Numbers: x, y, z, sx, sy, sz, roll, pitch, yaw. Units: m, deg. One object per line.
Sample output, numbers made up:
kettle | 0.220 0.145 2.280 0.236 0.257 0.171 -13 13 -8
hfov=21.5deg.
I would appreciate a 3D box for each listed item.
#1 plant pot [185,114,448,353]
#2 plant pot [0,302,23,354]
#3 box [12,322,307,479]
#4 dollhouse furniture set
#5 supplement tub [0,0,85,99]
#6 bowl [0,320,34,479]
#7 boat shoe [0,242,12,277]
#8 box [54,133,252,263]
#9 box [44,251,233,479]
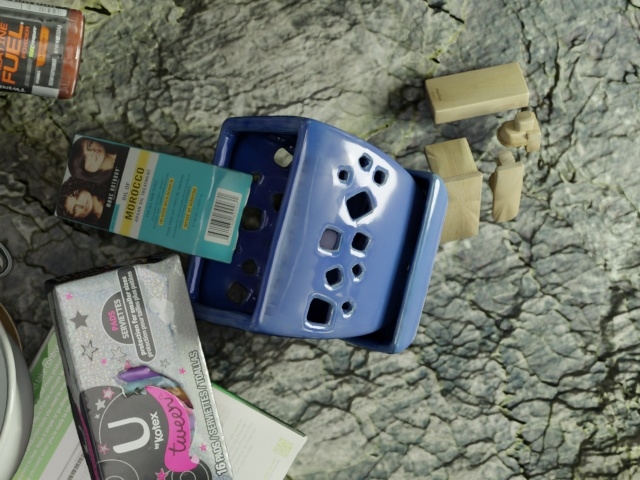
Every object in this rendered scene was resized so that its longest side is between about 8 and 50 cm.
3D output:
plant pot | 0.000 0.000 1.862 0.212 0.236 0.236 15 88 -26
plant pot | -0.457 0.145 1.928 0.236 0.032 0.236 0 91 -5
box | -0.209 0.246 1.925 0.322 0.058 0.232 31 86 -12
dollhouse furniture set | 0.183 -0.102 1.989 0.144 0.123 0.151 -12 57 -5
supplement tub | -0.368 -0.221 1.887 0.198 0.106 0.106 7 90 -11
bowl | -0.415 0.196 1.822 0.298 0.134 0.297 -10 67 26
boat shoe | -0.416 -0.003 1.925 0.142 0.040 0.049 35 87 -5
box | -0.187 -0.049 1.857 0.060 0.244 0.100 15 89 -47
box | -0.200 0.148 1.811 0.142 0.163 0.247 -15 94 -13
